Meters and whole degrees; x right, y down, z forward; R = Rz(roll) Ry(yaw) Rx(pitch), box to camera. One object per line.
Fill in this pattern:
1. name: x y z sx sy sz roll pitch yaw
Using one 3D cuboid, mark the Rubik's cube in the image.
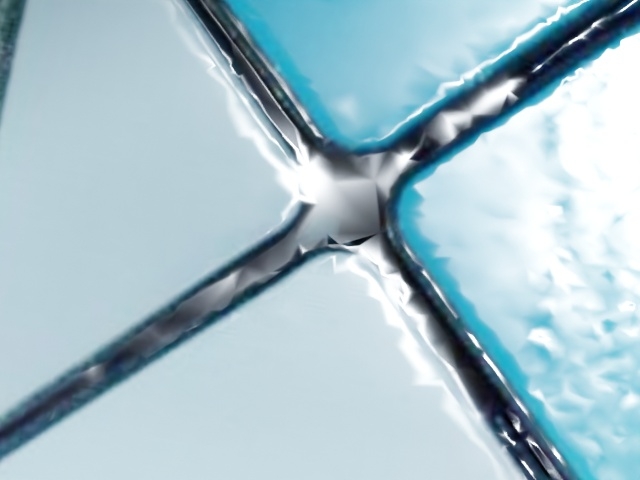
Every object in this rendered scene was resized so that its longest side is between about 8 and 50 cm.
1. Rubik's cube: -0.022 0.020 0.626 0.248 0.246 0.250 11 163 -13
